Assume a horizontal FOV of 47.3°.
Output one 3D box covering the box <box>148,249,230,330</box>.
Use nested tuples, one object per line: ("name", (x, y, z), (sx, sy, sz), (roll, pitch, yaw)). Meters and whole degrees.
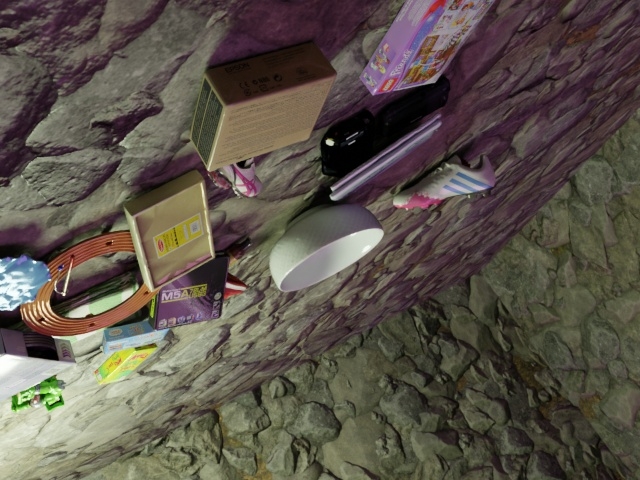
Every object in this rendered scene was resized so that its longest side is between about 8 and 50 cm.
("box", (-0.324, 0.122, 1.803), (0.190, 0.045, 0.184), (-7, 123, -37))

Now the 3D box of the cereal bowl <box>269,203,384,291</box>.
("cereal bowl", (0.000, 0.000, 2.027), (0.338, 0.141, 0.339), (-28, 164, -9))

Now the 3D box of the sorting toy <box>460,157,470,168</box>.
("sorting toy", (0.455, -0.239, 2.375), (0.061, 0.042, 0.102), (-9, 166, -20))

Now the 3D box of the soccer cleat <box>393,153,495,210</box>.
("soccer cleat", (0.381, -0.189, 2.291), (0.331, 0.143, 0.116), (-12, -167, -3))

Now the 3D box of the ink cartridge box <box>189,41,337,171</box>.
("ink cartridge box", (-0.108, -0.243, 1.328), (0.234, 0.088, 0.193), (-23, 161, -30))

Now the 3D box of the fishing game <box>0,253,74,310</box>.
("fishing game", (-0.604, 0.079, 1.376), (0.264, 0.041, 0.189), (-8, 147, -32))

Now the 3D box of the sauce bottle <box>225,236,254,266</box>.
("sauce bottle", (-0.229, 0.039, 1.915), (0.128, 0.042, 0.042), (-35, 162, 11))

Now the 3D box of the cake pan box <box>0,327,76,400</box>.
("cake pan box", (-0.713, 0.283, 1.606), (0.266, 0.070, 0.245), (-27, 162, 11))

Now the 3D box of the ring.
("ring", (-0.479, 0.090, 1.577), (0.336, 0.032, 0.337), (-27, 150, -17))

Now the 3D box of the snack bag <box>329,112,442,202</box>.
("snack bag", (0.160, -0.202, 1.859), (0.323, 0.037, 0.342), (-35, 179, 4))

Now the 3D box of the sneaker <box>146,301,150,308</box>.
("sneaker", (-0.400, 0.158, 1.912), (0.084, 0.069, 0.185), (-42, 168, -2))

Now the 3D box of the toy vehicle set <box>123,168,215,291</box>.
("toy vehicle set", (-0.311, -0.015, 1.540), (0.166, 0.035, 0.267), (-30, 149, -23))

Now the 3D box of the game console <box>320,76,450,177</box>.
("game console", (0.159, -0.276, 1.769), (0.361, 0.044, 0.213), (-30, 163, -9))

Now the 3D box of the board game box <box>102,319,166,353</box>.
("board game box", (-0.485, 0.249, 1.907), (0.160, 0.039, 0.211), (-11, 168, -21))

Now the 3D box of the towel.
("towel", (-0.582, 0.197, 1.736), (0.324, 0.038, 0.248), (-26, 161, -21))

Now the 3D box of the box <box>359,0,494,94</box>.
("box", (0.225, -0.425, 1.469), (0.200, 0.057, 0.293), (-20, 158, -38))

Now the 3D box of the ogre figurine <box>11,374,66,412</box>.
("ogre figurine", (-0.739, 0.406, 1.915), (0.118, 0.097, 0.197), (-5, 138, -34))

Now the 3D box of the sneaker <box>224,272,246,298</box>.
("sneaker", (-0.300, 0.145, 1.942), (0.221, 0.087, 0.128), (16, 105, -51))

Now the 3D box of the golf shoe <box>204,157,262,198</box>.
("golf shoe", (-0.161, -0.140, 1.533), (0.086, 0.067, 0.186), (-39, 161, 12))

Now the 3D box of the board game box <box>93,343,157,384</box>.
("board game box", (-0.570, 0.350, 2.136), (0.181, 0.043, 0.092), (-41, 160, 23))
